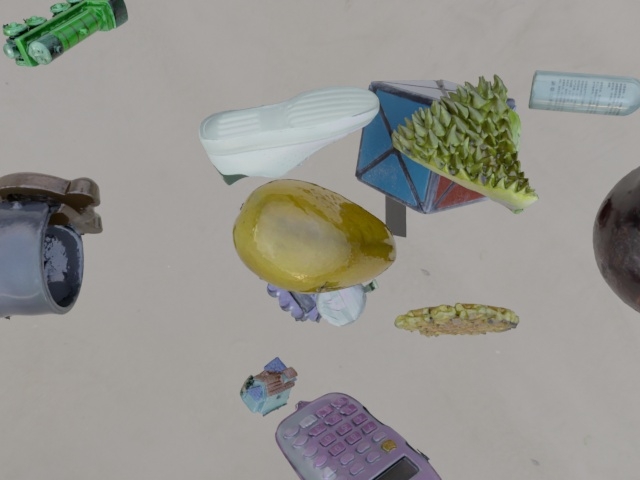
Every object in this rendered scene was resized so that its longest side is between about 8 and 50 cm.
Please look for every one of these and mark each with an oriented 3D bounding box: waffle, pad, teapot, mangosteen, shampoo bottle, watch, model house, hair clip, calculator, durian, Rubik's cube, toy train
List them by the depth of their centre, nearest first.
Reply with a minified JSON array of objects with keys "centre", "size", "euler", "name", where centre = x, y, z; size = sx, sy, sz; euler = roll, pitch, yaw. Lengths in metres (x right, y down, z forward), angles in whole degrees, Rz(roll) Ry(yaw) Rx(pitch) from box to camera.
[{"centre":[0.039,0.071,0.727],"size":[0.083,0.064,0.064],"euler":[-26,84,13],"name":"teapot"},{"centre":[0.195,-0.117,0.752],"size":[0.157,0.355,0.169],"euler":[-27,92,21],"name":"durian"},{"centre":[0.393,-0.200,0.780],"size":[0.195,0.056,0.056],"euler":[10,84,16],"name":"shampoo bottle"},{"centre":[0.573,-0.017,0.858],"size":[0.297,0.297,0.293],"euler":[-37,111,-14],"name":"mangosteen"},{"centre":[0.056,0.366,0.935],"size":[0.194,0.294,0.043],"euler":[-21,132,-36],"name":"calculator"},{"centre":[-0.483,-0.404,1.078],"size":[0.119,0.085,0.251],"euler":[10,45,19],"name":"toy train"},{"centre":[-0.061,0.101,1.253],"size":[0.195,0.052,0.124],"euler":[45,114,11],"name":"hair clip"},{"centre":[0.261,-0.231,1.334],"size":[0.255,0.260,0.259],"euler":[-12,119,-36],"name":"Rubik's cube"},{"centre":[-0.687,0.030,1.386],"size":[0.314,0.335,0.327],"euler":[0,71,-4],"name":"watch"},{"centre":[0.341,0.204,1.432],"size":[0.301,0.281,0.058],"euler":[13,68,-37],"name":"waffle"},{"centre":[-0.131,0.382,1.555],"size":[0.148,0.148,0.119],"euler":[-10,50,-45],"name":"model house"},{"centre":[0.243,-0.120,1.829],"size":[0.003,0.143,0.211],"euler":[-4,97,-21],"name":"pad"}]

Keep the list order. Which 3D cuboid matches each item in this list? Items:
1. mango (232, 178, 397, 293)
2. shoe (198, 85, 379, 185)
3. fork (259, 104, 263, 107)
[{"centre":[0.000,0.000,0.592],"size":[0.195,0.137,0.098],"euler":[15,115,-34],"name":"mango"},{"centre":[-0.054,-0.201,1.159],"size":[0.363,0.160,0.132],"euler":[-13,50,-3],"name":"shoe"},{"centre":[-0.235,-0.311,1.665],"size":[0.235,0.021,0.039],"euler":[-38,97,30],"name":"fork"}]
